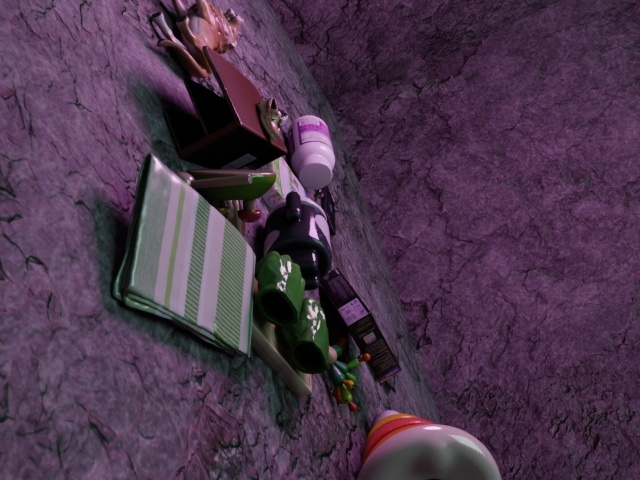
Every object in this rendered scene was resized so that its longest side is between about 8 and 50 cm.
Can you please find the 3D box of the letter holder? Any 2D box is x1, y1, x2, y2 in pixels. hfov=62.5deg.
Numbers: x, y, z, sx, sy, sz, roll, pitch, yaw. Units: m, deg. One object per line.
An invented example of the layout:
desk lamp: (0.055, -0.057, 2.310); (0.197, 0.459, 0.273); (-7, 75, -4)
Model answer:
letter holder: (-0.228, -0.292, 1.235); (0.214, 0.152, 0.302); (66, 13, 8)

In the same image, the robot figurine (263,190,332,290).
robot figurine: (-0.056, 0.006, 1.340); (0.173, 0.209, 0.278); (26, 32, -22)

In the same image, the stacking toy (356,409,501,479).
stacking toy: (0.219, 0.566, 1.381); (0.350, 0.351, 0.480); (65, -4, -9)

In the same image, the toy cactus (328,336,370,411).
toy cactus: (0.050, 0.333, 1.416); (0.180, 0.112, 0.219); (48, 29, -28)

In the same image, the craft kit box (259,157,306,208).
craft kit box: (-0.111, -0.148, 1.664); (0.250, 0.061, 0.246); (-100, 164, -46)

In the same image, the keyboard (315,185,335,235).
keyboard: (0.020, -0.168, 2.266); (0.317, 0.033, 0.201); (-91, 160, -61)

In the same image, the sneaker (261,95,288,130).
sneaker: (-0.200, -0.348, 1.534); (0.130, 0.147, 0.330); (18, 20, -25)

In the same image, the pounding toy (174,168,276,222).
pounding toy: (-0.189, -0.087, 1.075); (0.237, 0.183, 0.110); (-43, 135, -76)

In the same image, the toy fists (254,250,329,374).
toy fists: (-0.058, 0.150, 1.115); (0.142, 0.096, 0.279); (-81, 148, -54)

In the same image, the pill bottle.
pill bottle: (-0.035, -0.335, 2.024); (0.169, 0.169, 0.301); (55, 18, -41)

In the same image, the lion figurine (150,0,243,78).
lion figurine: (-0.317, -0.524, 1.374); (0.240, 0.142, 0.392); (64, 25, -46)

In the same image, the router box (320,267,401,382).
router box: (0.117, 0.254, 1.631); (0.243, 0.081, 0.309); (61, -3, -27)

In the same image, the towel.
towel: (-0.206, 0.044, 0.893); (0.325, 0.038, 0.248); (47, 37, -52)

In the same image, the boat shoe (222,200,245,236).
boat shoe: (-0.207, -0.075, 1.200); (0.056, 0.048, 0.153); (62, 14, -81)

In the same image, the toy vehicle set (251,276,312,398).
toy vehicle set: (-0.097, 0.204, 1.155); (0.267, 0.035, 0.166); (57, 16, -36)

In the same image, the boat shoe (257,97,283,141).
boat shoe: (-0.114, -0.291, 1.244); (0.050, 0.045, 0.135); (45, 21, -53)
